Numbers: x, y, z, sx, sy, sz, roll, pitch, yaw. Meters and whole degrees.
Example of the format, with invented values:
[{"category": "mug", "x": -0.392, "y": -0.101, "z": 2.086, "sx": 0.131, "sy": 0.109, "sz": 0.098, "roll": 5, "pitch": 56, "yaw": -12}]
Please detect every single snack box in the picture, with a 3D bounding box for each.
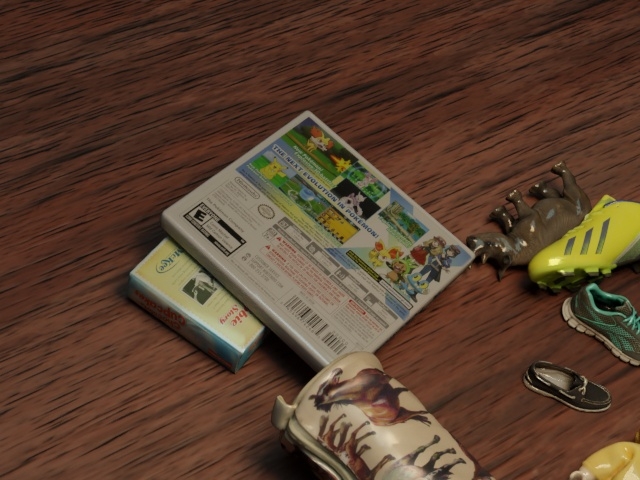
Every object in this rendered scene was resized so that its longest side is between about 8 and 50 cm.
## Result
[{"category": "snack box", "x": -0.094, "y": 0.013, "z": 1.663, "sx": 0.187, "sy": 0.060, "sz": 0.322, "roll": 34, "pitch": 53, "yaw": 11}]

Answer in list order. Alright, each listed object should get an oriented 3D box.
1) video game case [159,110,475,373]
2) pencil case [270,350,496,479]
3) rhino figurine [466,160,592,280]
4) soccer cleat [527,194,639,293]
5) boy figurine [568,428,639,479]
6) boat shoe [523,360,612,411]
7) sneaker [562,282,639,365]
[{"category": "video game case", "x": 0.000, "y": 0.000, "z": 1.640, "sx": 0.329, "sy": 0.036, "sz": 0.300, "roll": 42, "pitch": 55, "yaw": 14}, {"category": "pencil case", "x": 0.123, "y": 0.315, "z": 1.422, "sx": 0.410, "sy": 0.160, "sz": 0.183, "roll": 45, "pitch": 30, "yaw": 19}, {"category": "rhino figurine", "x": 0.305, "y": -0.019, "z": 1.776, "sx": 0.243, "sy": 0.073, "sz": 0.106, "roll": -32, "pitch": 74, "yaw": -28}, {"category": "soccer cleat", "x": 0.407, "y": -0.002, "z": 1.764, "sx": 0.289, "sy": 0.093, "sz": 0.121, "roll": -13, "pitch": 77, "yaw": -29}, {"category": "boy figurine", "x": 0.401, "y": 0.326, "z": 1.528, "sx": 0.177, "sy": 0.092, "sz": 0.285, "roll": 27, "pitch": 52, "yaw": 8}, {"category": "boat shoe", "x": 0.340, "y": 0.196, "z": 1.643, "sx": 0.125, "sy": 0.038, "sz": 0.046, "roll": 21, "pitch": 52, "yaw": 3}, {"category": "sneaker", "x": 0.425, "y": 0.117, "z": 1.699, "sx": 0.166, "sy": 0.076, "sz": 0.065, "roll": 27, "pitch": 53, "yaw": 8}]
